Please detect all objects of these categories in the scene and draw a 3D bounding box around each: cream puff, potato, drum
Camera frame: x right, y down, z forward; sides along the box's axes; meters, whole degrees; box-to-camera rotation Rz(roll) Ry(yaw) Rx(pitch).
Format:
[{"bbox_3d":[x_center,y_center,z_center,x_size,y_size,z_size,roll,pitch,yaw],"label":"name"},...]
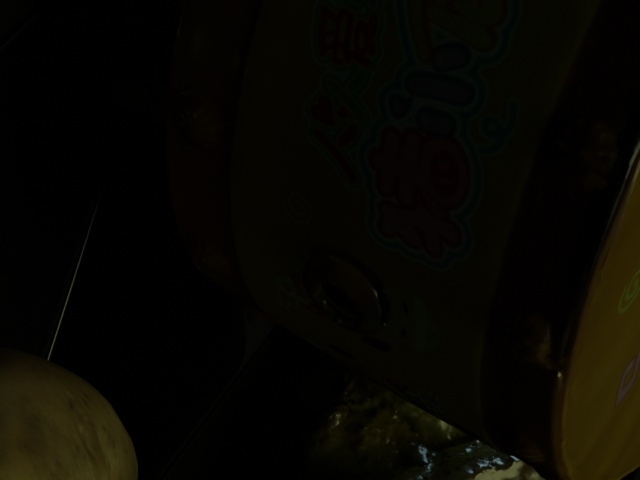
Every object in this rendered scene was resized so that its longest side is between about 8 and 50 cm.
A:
[{"bbox_3d":[0.079,0.163,1.210,0.244,0.196,0.244,3,90,-65],"label":"cream puff"},{"bbox_3d":[-0.150,0.114,0.766,0.235,0.128,0.161,-47,164,-55],"label":"potato"},{"bbox_3d":[0.129,-0.106,0.882,0.431,0.214,0.431,-46,153,-32],"label":"drum"}]

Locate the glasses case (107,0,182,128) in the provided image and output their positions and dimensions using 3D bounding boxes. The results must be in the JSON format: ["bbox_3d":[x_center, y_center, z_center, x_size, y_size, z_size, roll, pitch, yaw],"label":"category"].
[{"bbox_3d":[-0.006,-0.095,0.993,0.323,0.074,0.131,23,84,-68],"label":"glasses case"}]

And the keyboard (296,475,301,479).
[{"bbox_3d":[-0.001,0.167,1.293,0.129,0.015,0.049,-55,153,-35],"label":"keyboard"}]
